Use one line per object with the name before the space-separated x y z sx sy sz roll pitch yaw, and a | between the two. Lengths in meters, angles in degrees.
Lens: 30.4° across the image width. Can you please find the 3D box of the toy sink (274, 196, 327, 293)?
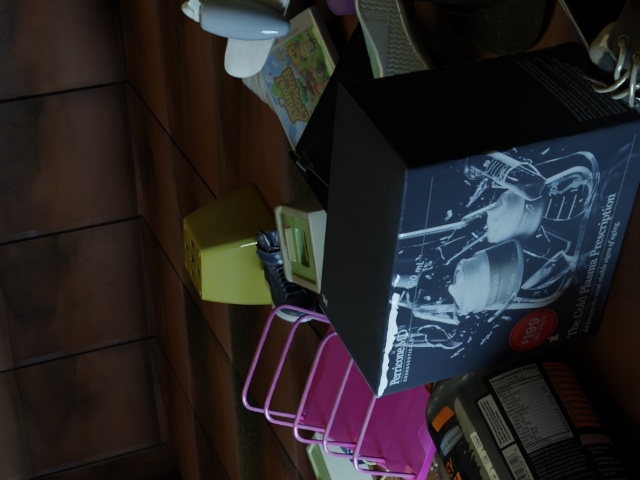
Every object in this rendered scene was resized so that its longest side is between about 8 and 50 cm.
toy sink | 0.000 0.000 2.186 0.234 0.131 0.152 -159 59 -68

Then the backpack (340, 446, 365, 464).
backpack | 0.090 0.357 2.175 0.084 0.114 0.105 -135 37 -57

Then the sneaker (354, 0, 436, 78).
sneaker | 0.123 -0.249 1.650 0.151 0.094 0.255 -56 -49 -70

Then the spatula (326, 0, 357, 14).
spatula | 0.075 -0.399 1.882 0.296 0.030 0.084 -151 51 -65

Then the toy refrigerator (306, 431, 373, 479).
toy refrigerator | 0.057 0.521 2.403 0.102 0.094 0.269 113 140 -59

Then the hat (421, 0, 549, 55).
hat | 0.161 -0.381 1.497 0.331 0.134 0.331 169 90 -71

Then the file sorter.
file sorter | 0.040 0.237 1.890 0.291 0.182 0.202 20 91 45

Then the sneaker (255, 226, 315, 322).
sneaker | -0.075 0.061 2.506 0.226 0.086 0.163 -125 27 -51

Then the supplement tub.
supplement tub | 0.265 0.276 1.492 0.207 0.207 0.338 104 148 -52

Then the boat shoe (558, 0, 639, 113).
boat shoe | 0.321 -0.182 1.166 0.132 0.130 0.355 106 146 -54

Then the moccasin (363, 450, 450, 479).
moccasin | 0.128 0.325 1.992 0.147 0.139 0.380 31 -139 -58

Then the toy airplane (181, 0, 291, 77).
toy airplane | -0.076 -0.480 1.733 0.384 0.272 0.386 -25 89 32

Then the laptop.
laptop | 0.153 -0.074 1.801 0.382 0.236 0.408 48 174 41

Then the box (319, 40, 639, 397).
box | 0.182 -0.024 1.380 0.179 0.313 0.343 -122 27 -45

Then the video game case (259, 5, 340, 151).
video game case | -0.028 -0.285 2.101 0.193 0.023 0.212 -22 92 50

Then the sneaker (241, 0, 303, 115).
sneaker | -0.050 -0.354 2.190 0.169 0.108 0.292 50 146 27

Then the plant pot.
plant pot | -0.207 0.025 2.704 0.212 0.187 0.212 -123 27 -46
